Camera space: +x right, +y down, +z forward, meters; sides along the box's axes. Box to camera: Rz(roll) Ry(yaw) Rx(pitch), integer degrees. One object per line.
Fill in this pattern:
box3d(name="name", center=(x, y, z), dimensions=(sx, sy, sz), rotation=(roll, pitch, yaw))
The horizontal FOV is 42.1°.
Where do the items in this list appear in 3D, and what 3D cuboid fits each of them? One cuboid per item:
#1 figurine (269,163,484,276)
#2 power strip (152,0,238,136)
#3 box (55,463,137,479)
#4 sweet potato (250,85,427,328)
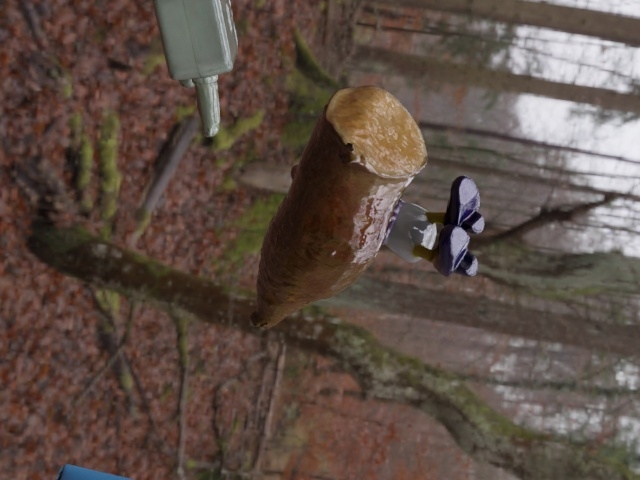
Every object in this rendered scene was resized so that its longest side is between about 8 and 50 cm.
box3d(name="figurine", center=(0.088, -0.047, 1.428), dimensions=(0.154, 0.420, 0.193), rotation=(-67, 153, -12))
box3d(name="power strip", center=(-0.104, -0.217, 0.616), dimensions=(0.093, 0.053, 0.288), rotation=(-97, 176, -66))
box3d(name="box", center=(-0.202, 0.356, 0.939), dimensions=(0.083, 0.232, 0.143), rotation=(-102, -149, -68))
box3d(name="sweet potato", center=(0.002, -0.001, 0.911), dimensions=(0.131, 0.131, 0.337), rotation=(-84, -164, -51))
